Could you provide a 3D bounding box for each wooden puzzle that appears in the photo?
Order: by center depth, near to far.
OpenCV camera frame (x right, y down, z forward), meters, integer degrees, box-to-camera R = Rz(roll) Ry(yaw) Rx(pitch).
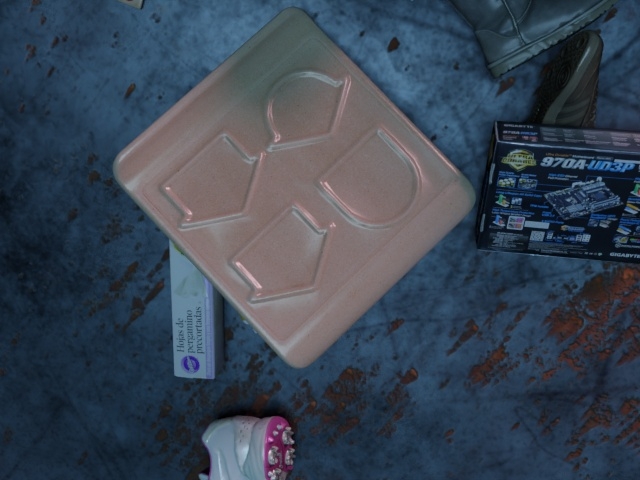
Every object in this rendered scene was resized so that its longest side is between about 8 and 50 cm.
[{"bbox_3d":[-0.029,-0.067,0.887,0.322,0.080,0.348,-43,91,-6],"label":"wooden puzzle"}]

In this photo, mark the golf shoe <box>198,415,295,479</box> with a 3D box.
[{"bbox_3d":[-0.116,0.407,1.072,0.140,0.115,0.306,5,99,18],"label":"golf shoe"}]

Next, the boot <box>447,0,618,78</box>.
[{"bbox_3d":[0.232,-0.326,0.842,0.190,0.076,0.208,-28,93,12],"label":"boot"}]

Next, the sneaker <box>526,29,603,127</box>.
[{"bbox_3d":[0.309,-0.167,0.859,0.071,0.066,0.188,11,130,-10],"label":"sneaker"}]

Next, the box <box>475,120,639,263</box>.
[{"bbox_3d":[0.315,-0.056,0.869,0.220,0.051,0.175,5,132,7],"label":"box"}]

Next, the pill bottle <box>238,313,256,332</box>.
[{"bbox_3d":[-0.102,0.091,1.008,0.043,0.043,0.083,-26,99,14],"label":"pill bottle"}]

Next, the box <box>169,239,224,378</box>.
[{"bbox_3d":[-0.176,0.037,0.993,0.063,0.067,0.323,3,106,7],"label":"box"}]

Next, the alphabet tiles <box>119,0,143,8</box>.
[{"bbox_3d":[-0.291,-0.453,0.907,0.198,0.009,0.237,23,106,2],"label":"alphabet tiles"}]
